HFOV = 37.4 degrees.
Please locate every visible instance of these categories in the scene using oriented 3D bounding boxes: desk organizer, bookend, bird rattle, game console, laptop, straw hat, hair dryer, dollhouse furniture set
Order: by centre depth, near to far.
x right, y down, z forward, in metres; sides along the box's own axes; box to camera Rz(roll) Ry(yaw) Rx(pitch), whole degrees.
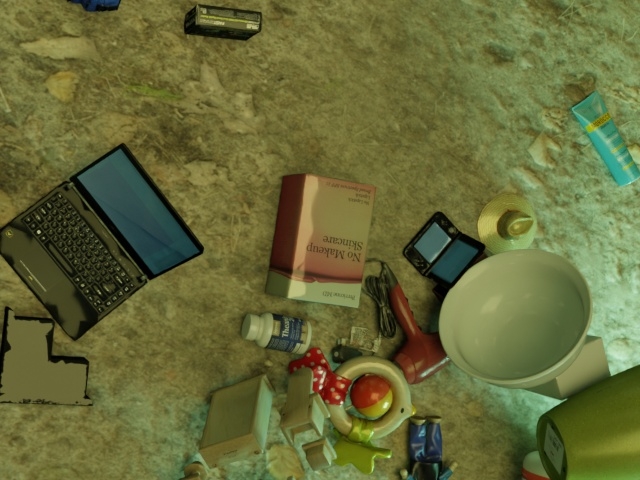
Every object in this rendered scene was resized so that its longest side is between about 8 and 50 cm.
[{"bbox_3d":[-0.380,0.008,1.608,0.264,0.136,0.234,-40,104,-16],"label":"laptop"},{"bbox_3d":[-0.465,0.198,1.614,0.156,0.072,0.157,6,89,-22],"label":"bookend"},{"bbox_3d":[-0.068,0.436,1.730,0.303,0.173,0.355,-20,116,14],"label":"dollhouse furniture set"},{"bbox_3d":[0.064,0.302,1.796,0.207,0.143,0.253,-29,91,-5],"label":"bird rattle"},{"bbox_3d":[0.178,0.171,1.862,0.294,0.080,0.223,18,84,-21],"label":"hair dryer"},{"bbox_3d":[0.247,0.018,1.889,0.107,0.071,0.122,46,75,-16],"label":"game console"},{"bbox_3d":[0.294,0.081,1.923,0.130,0.047,0.050,-39,102,-16],"label":"desk organizer"},{"bbox_3d":[0.403,-0.031,1.954,0.145,0.061,0.144,0,91,-21],"label":"straw hat"}]

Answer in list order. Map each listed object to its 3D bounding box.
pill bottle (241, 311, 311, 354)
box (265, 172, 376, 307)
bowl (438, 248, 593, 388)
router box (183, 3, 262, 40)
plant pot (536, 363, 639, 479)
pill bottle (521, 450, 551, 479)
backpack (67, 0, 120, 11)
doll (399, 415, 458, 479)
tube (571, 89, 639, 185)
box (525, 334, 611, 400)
[{"bbox_3d":[-0.083,0.171,1.766,0.120,0.067,0.067,13,87,-22],"label":"pill bottle"},{"bbox_3d":[0.000,0.000,1.762,0.149,0.127,0.232,9,88,-22],"label":"box"},{"bbox_3d":[0.386,0.172,1.818,0.298,0.298,0.134,-48,136,-14],"label":"bowl"},{"bbox_3d":[-0.176,-0.391,1.700,0.123,0.092,0.038,1,91,-22],"label":"router box"},{"bbox_3d":[0.575,0.372,1.805,0.294,0.275,0.274,-7,94,-10],"label":"plant pot"},{"bbox_3d":[0.493,0.606,1.943,0.182,0.181,0.322,6,89,-22],"label":"pill bottle"},{"bbox_3d":[-0.381,-0.440,1.603,0.101,0.120,0.097,-13,97,-21],"label":"backpack"},{"bbox_3d":[0.217,0.450,1.903,0.129,0.046,0.188,1,91,-20],"label":"doll"},{"bbox_3d":[0.621,-0.218,2.046,0.080,0.052,0.207,-35,98,-24],"label":"tube"},{"bbox_3d":[0.484,0.251,1.935,0.130,0.170,0.091,-19,98,-19],"label":"box"}]
